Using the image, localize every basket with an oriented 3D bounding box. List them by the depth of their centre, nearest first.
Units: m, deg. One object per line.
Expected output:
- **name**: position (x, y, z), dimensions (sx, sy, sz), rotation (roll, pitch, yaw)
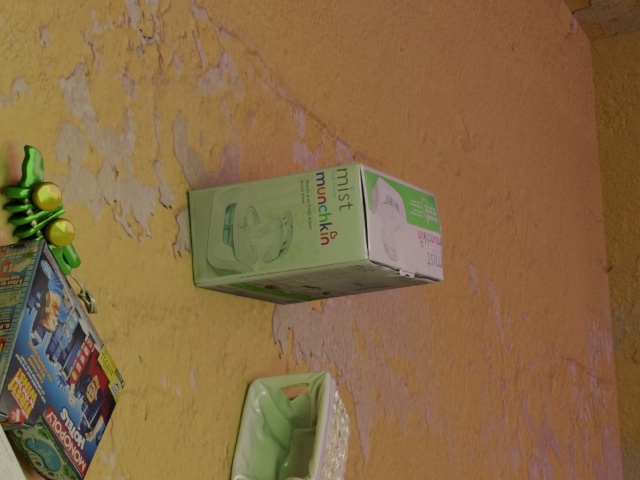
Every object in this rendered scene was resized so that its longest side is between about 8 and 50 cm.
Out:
- **basket**: position (-0.031, 0.257, 2.133), dimensions (0.103, 0.113, 0.167), rotation (60, 30, -44)

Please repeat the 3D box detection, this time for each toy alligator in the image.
- **toy alligator**: position (-0.275, -0.001, 1.742), dimensions (0.051, 0.056, 0.190), rotation (-26, 112, -23)

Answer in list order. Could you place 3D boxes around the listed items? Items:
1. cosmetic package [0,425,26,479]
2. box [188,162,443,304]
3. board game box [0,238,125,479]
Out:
- **cosmetic package**: position (-0.288, 0.287, 1.570), dimensions (0.099, 0.060, 0.239), rotation (-58, 134, -56)
- **box**: position (0.000, 0.000, 2.159), dimensions (0.262, 0.231, 0.127), rotation (16, 66, -65)
- **board game box**: position (-0.277, 0.135, 1.663), dimensions (0.194, 0.060, 0.194), rotation (-69, 143, -49)
